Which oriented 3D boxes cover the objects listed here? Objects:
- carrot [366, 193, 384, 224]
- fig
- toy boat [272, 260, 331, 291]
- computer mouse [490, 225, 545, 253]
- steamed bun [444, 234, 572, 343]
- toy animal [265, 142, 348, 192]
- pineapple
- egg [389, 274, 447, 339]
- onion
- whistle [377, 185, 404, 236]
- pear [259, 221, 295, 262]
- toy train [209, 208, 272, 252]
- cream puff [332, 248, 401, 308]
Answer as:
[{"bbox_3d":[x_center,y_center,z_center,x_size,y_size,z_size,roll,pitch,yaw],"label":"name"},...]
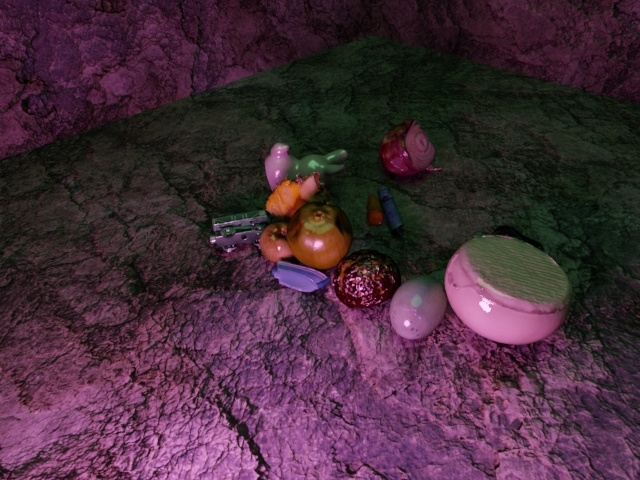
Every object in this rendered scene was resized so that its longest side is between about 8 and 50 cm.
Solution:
[{"bbox_3d":[0.224,-0.148,2.123,0.072,0.072,0.205,-4,36,1],"label":"carrot"},{"bbox_3d":[0.000,0.000,1.759,0.239,0.271,0.240,-5,46,5],"label":"fig"},{"bbox_3d":[-0.062,0.118,1.795,0.215,0.088,0.102,13,38,23],"label":"toy boat"},{"bbox_3d":[0.709,0.040,1.789,0.096,0.137,0.233,-2,31,-30],"label":"computer mouse"},{"bbox_3d":[0.565,0.168,1.543,0.374,0.241,0.375,4,37,-3],"label":"steamed bun"},{"bbox_3d":[-0.061,-0.328,2.237,0.367,0.241,0.196,0,40,6],"label":"toy animal"},{"bbox_3d":[-0.013,-0.168,1.966,0.344,0.286,0.209,37,36,17],"label":"pineapple"},{"bbox_3d":[0.309,0.210,1.576,0.169,0.169,0.236,15,41,23],"label":"egg"},{"bbox_3d":[0.388,-0.422,2.343,0.256,0.273,0.230,-29,18,-37],"label":"onion"},{"bbox_3d":[0.298,-0.126,2.092,0.062,0.062,0.304,-6,38,-3],"label":"whistle"},{"bbox_3d":[-0.151,0.006,1.897,0.167,0.137,0.167,5,51,-6],"label":"pear"},{"bbox_3d":[-0.311,-0.030,1.994,0.269,0.115,0.154,-11,30,-8],"label":"toy train"},{"bbox_3d":[0.152,0.122,1.677,0.238,0.165,0.239,-18,20,7],"label":"cream puff"}]
